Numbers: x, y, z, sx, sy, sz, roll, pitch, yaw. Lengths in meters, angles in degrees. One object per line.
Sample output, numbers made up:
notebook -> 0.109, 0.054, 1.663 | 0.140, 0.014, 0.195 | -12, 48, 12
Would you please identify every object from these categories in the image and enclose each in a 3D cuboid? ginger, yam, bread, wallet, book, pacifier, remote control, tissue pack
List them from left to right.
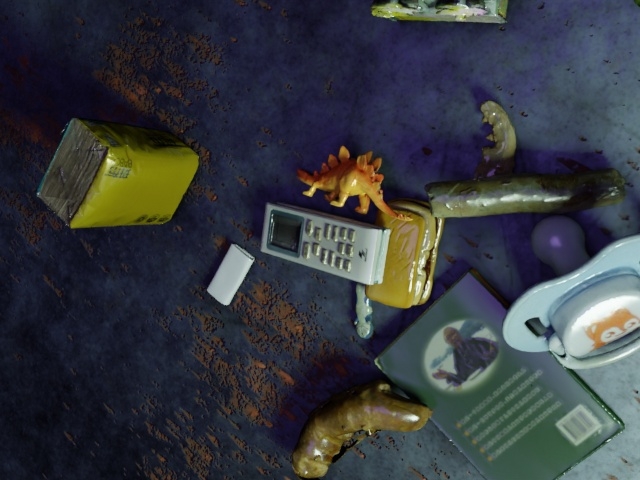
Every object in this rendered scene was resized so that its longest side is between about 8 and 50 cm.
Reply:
tissue pack -> -0.393, -0.127, 1.425 | 0.134, 0.271, 0.192 | 41, 111, 20
wallet -> -0.188, 0.071, 1.487 | 0.061, 0.025, 0.122 | 36, 109, 15
remote control -> 0.000, 0.000, 1.341 | 0.277, 0.056, 0.102 | 15, 102, 38
ginger -> 0.056, 0.348, 1.352 | 0.309, 0.107, 0.133 | -42, 53, 31
bread -> 0.151, 0.023, 1.307 | 0.116, 0.077, 0.200 | 15, 101, 30
book -> 0.309, 0.268, 1.280 | 0.371, 0.043, 0.260 | 48, 110, 11
ginger -> 0.302, -0.153, 1.232 | 0.070, 0.051, 0.173 | 7, 94, 18
yam -> 0.333, -0.076, 1.180 | 0.318, 0.067, 0.071 | -4, 138, 10
pacifier -> 0.418, 0.059, 1.146 | 0.300, 0.244, 0.233 | -31, 52, 16

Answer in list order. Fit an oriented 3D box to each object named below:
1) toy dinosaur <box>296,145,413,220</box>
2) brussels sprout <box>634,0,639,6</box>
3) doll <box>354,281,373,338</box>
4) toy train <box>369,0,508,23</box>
toy dinosaur -> 0.062, -0.113, 1.311 | 0.288, 0.070, 0.117 | 19, 94, 42
brussels sprout -> 0.559, -0.408, 1.061 | 0.181, 0.100, 0.139 | -12, 101, 24
doll -> 0.083, 0.128, 1.370 | 0.037, 0.027, 0.125 | 0, 96, 32
toy train -> 0.194, -0.424, 1.176 | 0.261, 0.177, 0.133 | 10, 100, 24
